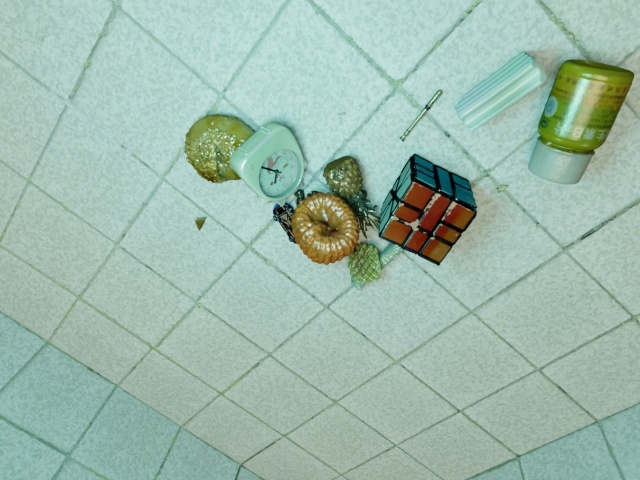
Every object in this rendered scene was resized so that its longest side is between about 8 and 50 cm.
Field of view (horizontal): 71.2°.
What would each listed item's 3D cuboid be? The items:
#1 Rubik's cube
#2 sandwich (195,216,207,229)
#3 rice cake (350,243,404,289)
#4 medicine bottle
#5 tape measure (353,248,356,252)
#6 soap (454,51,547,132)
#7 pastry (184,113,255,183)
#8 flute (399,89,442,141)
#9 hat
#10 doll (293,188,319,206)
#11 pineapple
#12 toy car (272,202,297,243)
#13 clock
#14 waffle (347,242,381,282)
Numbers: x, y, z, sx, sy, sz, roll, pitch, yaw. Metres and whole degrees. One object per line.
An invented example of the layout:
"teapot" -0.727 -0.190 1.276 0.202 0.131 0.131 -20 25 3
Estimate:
"Rubik's cube" 0.416 -0.126 1.766 0.283 0.288 0.294 28 123 -5
"sandwich" -0.572 -0.088 2.116 0.044 0.031 0.083 26 119 -10
"rice cake" 0.267 0.105 2.056 0.063 0.066 0.336 37 119 -16
"medicine bottle" 0.880 -0.407 1.550 0.224 0.224 0.385 10 123 4
"tape measure" 0.119 0.023 2.030 0.094 0.054 0.091 5 103 28
"soap" 0.620 -0.516 1.560 0.289 0.173 0.095 -35 109 26
"pastry" -0.411 -0.365 1.833 0.315 0.184 0.285 6 120 7
"flute" 0.384 -0.477 1.714 0.027 0.027 0.233 33 120 -10
"hat" 0.000 0.000 1.856 0.285 0.285 0.400 17 151 0
"doll" -0.039 -0.166 1.961 0.139 0.057 0.165 -34 105 29
"pineapple" 0.140 -0.169 1.869 0.165 0.166 0.365 -18 117 20
"toy car" -0.132 -0.082 2.021 0.103 0.063 0.216 -28 106 23
"clock" -0.191 -0.286 1.812 0.265 0.108 0.324 -45 138 -12
"waffle" 0.196 0.103 2.037 0.169 0.036 0.184 -8 91 35
